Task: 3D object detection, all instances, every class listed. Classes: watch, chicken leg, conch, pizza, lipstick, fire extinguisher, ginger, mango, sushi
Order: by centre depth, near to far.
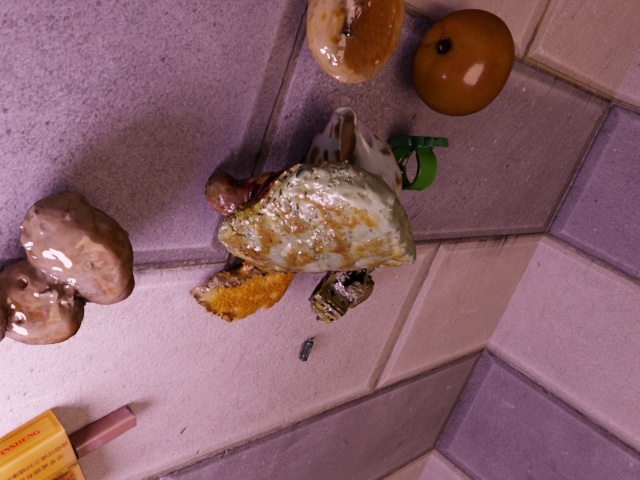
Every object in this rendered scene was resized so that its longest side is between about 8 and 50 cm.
[{"bbox_3d":[-0.456,0.075,1.050,0.304,0.155,0.244,-50,148,-10],"label":"ginger"},{"bbox_3d":[-0.491,0.432,1.405,0.145,0.045,0.045,-25,137,-37],"label":"lipstick"},{"bbox_3d":[0.079,-0.137,1.460,0.368,0.197,0.249,57,33,-23],"label":"conch"},{"bbox_3d":[-0.187,0.114,1.494,0.297,0.071,0.189,-19,143,-37],"label":"pizza"},{"bbox_3d":[0.381,-0.453,1.595,0.378,0.221,0.263,-20,129,-55],"label":"mango"},{"bbox_3d":[0.255,-0.209,1.683,0.131,0.165,0.151,0,100,-38],"label":"watch"},{"bbox_3d":[0.087,0.116,1.731,0.131,0.139,0.291,-35,-169,44],"label":"sushi"},{"bbox_3d":[0.071,0.160,1.848,0.228,0.088,0.103,-26,146,-28],"label":"chicken leg"},{"bbox_3d":[-0.042,0.326,1.890,0.038,0.025,0.083,12,110,-30],"label":"fire extinguisher"}]

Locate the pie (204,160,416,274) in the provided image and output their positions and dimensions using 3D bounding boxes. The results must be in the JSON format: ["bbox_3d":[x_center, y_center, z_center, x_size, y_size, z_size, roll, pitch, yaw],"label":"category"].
[{"bbox_3d":[0.008,-0.024,1.289,0.395,0.418,0.180,37,59,-52],"label":"pie"}]

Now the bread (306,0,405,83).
[{"bbox_3d":[0.062,-0.449,1.275,0.244,0.134,0.244,-28,135,-32],"label":"bread"}]

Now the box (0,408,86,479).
[{"bbox_3d":[-0.600,0.504,1.307,0.174,0.076,0.274,-29,138,-32],"label":"box"}]
